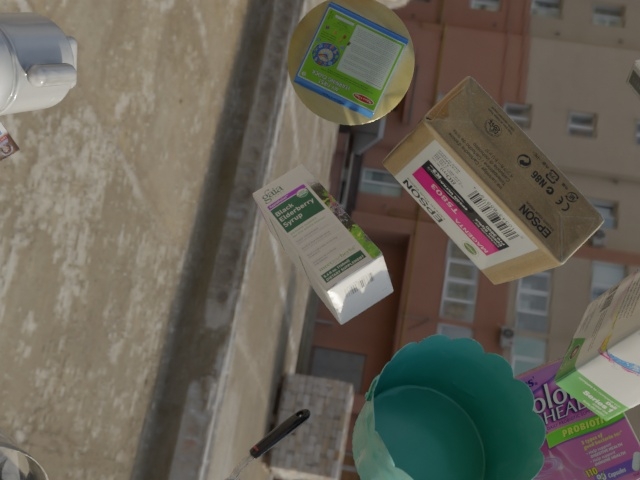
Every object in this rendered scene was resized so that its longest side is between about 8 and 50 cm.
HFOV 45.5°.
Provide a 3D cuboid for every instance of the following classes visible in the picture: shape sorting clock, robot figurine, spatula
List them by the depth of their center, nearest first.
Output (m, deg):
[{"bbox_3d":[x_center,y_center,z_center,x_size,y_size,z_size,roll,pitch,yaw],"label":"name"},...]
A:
[{"bbox_3d":[0.049,-0.291,1.242,0.040,0.206,0.206,-114,-148,-84],"label":"shape sorting clock"},{"bbox_3d":[-0.131,0.390,1.312,0.296,0.084,0.030,-40,122,-16],"label":"spatula"},{"bbox_3d":[-0.638,-0.353,1.527,0.353,0.300,0.199,-34,131,-62],"label":"robot figurine"}]

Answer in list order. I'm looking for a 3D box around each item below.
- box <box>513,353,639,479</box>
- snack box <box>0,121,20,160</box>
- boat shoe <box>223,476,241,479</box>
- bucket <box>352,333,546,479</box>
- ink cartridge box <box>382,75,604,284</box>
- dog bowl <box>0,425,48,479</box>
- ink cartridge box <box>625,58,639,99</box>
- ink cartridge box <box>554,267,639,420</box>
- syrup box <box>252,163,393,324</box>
[{"bbox_3d":[0.454,0.349,1.419,0.242,0.214,0.117,66,11,13],"label":"box"},{"bbox_3d":[-0.563,-0.122,1.180,0.022,0.178,0.064,41,-20,51],"label":"snack box"},{"bbox_3d":[-0.080,0.363,0.988,0.049,0.142,0.040,-39,178,6],"label":"boat shoe"},{"bbox_3d":[0.188,0.304,1.202,0.183,0.281,0.281,116,-12,-56],"label":"bucket"},{"bbox_3d":[0.204,-0.065,0.956,0.088,0.234,0.193,-43,179,-16],"label":"ink cartridge box"},{"bbox_3d":[-0.494,0.321,0.857,0.349,0.102,0.348,-28,142,-25],"label":"dog bowl"},{"bbox_3d":[0.745,-0.251,1.408,0.060,0.239,0.275,91,-17,-52],"label":"ink cartridge box"},{"bbox_3d":[0.525,0.138,1.216,0.201,0.117,0.278,-50,176,-37],"label":"ink cartridge box"},{"bbox_3d":[0.000,0.000,1.119,0.237,0.093,0.096,51,-11,39],"label":"syrup box"}]
